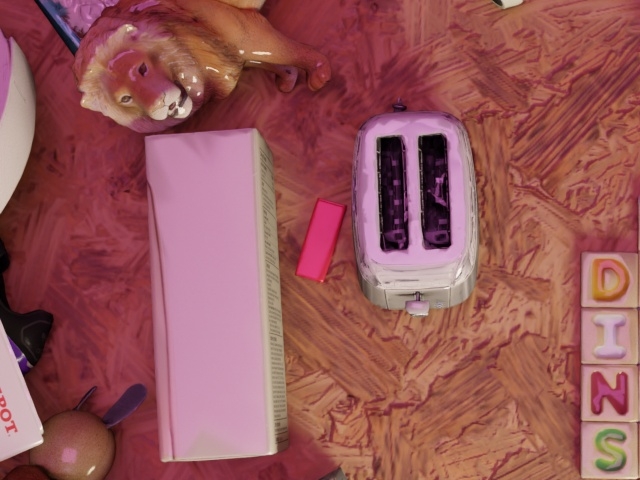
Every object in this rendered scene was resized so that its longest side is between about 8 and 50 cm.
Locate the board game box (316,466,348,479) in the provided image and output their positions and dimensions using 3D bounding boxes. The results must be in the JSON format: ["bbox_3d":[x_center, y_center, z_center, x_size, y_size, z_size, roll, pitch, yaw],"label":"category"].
[{"bbox_3d":[-0.070,0.350,1.539,0.275,0.144,0.142,-29,85,1],"label":"board game box"}]

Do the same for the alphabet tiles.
[{"bbox_3d":[0.403,0.124,1.594,0.285,0.011,0.342,1,85,4],"label":"alphabet tiles"}]

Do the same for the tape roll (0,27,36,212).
[{"bbox_3d":[-0.469,-0.099,1.557,0.392,0.072,0.392,-7,55,10],"label":"tape roll"}]

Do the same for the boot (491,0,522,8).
[{"bbox_3d":[0.183,-0.370,1.621,0.176,0.088,0.244,-32,80,-1],"label":"boot"}]

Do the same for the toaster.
[{"bbox_3d":[0.093,-0.040,1.563,0.129,0.146,0.227,-1,84,3],"label":"toaster"}]

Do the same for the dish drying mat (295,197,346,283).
[{"bbox_3d":[0.000,0.000,1.635,0.032,0.008,0.083,16,85,5],"label":"dish drying mat"}]

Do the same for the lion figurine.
[{"bbox_3d":[-0.079,-0.277,1.545,0.240,0.142,0.392,19,90,-28],"label":"lion figurine"}]

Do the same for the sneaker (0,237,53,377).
[{"bbox_3d":[-0.392,0.030,1.620,0.293,0.102,0.146,40,85,2],"label":"sneaker"}]

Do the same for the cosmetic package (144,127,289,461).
[{"bbox_3d":[-0.099,0.056,1.562,0.113,0.160,0.309,-5,83,4],"label":"cosmetic package"}]

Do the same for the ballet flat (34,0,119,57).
[{"bbox_3d":[-0.303,-0.338,1.633,0.147,0.147,0.409,-42,91,-1],"label":"ballet flat"}]

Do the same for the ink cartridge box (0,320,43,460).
[{"bbox_3d":[-0.401,0.151,1.487,0.237,0.100,0.172,-23,97,-18],"label":"ink cartridge box"}]

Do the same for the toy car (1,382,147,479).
[{"bbox_3d":[-0.234,0.226,1.569,0.155,0.149,0.188,-6,52,42],"label":"toy car"}]
